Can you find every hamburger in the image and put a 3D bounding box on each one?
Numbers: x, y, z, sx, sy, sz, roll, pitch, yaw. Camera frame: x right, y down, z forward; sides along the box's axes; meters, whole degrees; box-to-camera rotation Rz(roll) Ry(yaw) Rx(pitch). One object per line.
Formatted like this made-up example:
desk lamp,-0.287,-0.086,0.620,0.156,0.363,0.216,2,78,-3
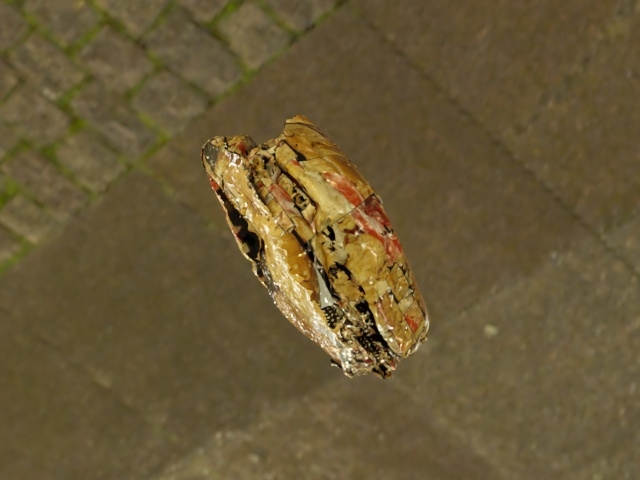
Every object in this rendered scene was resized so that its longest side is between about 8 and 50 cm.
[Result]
hamburger,0.000,0.000,1.349,0.107,0.231,0.231,-28,126,-8
